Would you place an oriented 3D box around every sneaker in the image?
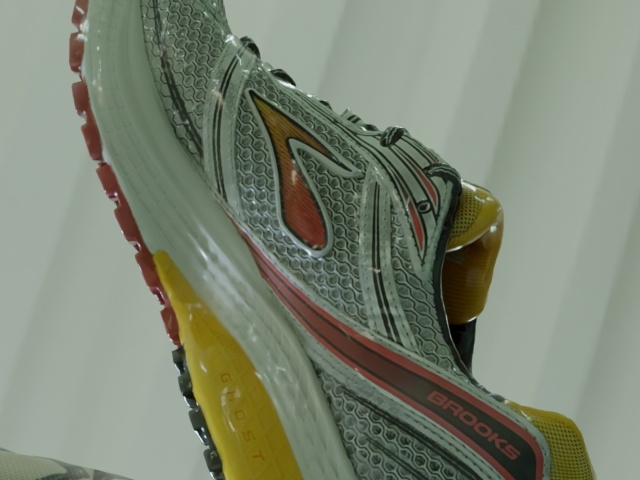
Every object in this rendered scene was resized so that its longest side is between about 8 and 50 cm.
[{"bbox_3d":[0.000,0.000,0.438,0.092,0.225,0.088,-27,-27,2],"label":"sneaker"}]

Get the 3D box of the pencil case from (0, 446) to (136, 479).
[{"bbox_3d":[-0.121,0.168,0.617,0.160,0.410,0.183,-64,-20,-44],"label":"pencil case"}]
